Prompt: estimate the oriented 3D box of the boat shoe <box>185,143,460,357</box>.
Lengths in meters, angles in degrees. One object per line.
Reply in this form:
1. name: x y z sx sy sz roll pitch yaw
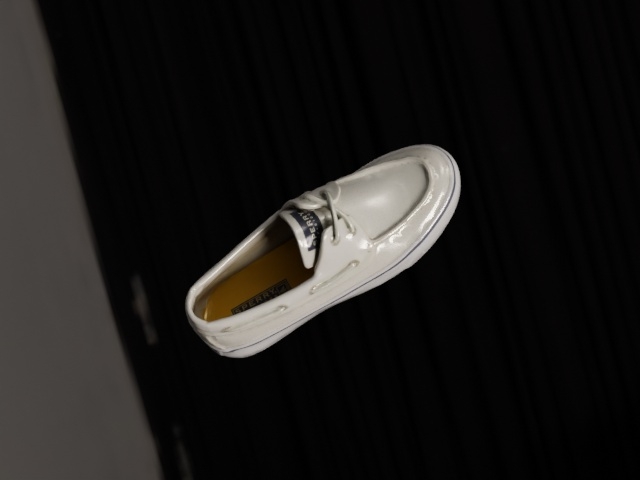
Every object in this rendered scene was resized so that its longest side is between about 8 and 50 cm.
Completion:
1. boat shoe: 0.000 0.000 0.470 0.100 0.035 0.035 -32 157 2
